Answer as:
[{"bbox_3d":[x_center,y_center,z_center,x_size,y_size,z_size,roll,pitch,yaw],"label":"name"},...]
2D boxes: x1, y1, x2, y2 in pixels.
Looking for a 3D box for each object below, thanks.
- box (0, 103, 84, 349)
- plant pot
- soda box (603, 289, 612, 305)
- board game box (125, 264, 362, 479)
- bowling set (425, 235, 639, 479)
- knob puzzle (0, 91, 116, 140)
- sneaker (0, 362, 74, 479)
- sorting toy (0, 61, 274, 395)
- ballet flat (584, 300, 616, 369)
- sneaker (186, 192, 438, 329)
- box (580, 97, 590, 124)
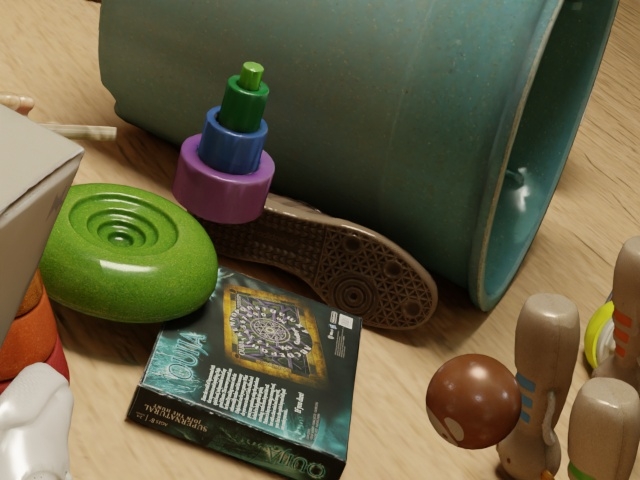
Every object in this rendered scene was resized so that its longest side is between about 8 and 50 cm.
[{"bbox_3d":[-0.281,-0.040,0.657,0.311,0.148,0.121,27,20,2],"label":"box"},{"bbox_3d":[0.031,-0.160,1.152,0.334,0.341,0.341,20,21,13],"label":"plant pot"},{"bbox_3d":[0.367,0.090,1.166,0.286,0.098,0.091,26,23,7],"label":"soda box"},{"bbox_3d":[-0.040,0.075,0.907,0.126,0.026,0.186,21,23,-4],"label":"board game box"},{"bbox_3d":[0.153,0.122,0.882,0.200,0.154,0.287,-1,28,-7],"label":"bowling set"},{"bbox_3d":[-0.225,-0.085,0.995,0.213,0.030,0.213,3,4,0],"label":"knob puzzle"},{"bbox_3d":[-0.133,0.137,0.639,0.094,0.080,0.212,32,28,-9],"label":"sneaker"},{"bbox_3d":[-0.122,-0.026,0.864,0.127,0.126,0.365,27,32,17],"label":"sorting toy"},{"bbox_3d":[0.249,0.088,1.037,0.077,0.077,0.231,20,8,-36],"label":"ballet flat"},{"bbox_3d":[0.000,0.000,1.062,0.188,0.066,0.071,25,21,3],"label":"sneaker"},{"bbox_3d":[0.169,-0.190,1.497,0.182,0.119,0.181,18,-3,-11],"label":"box"}]
